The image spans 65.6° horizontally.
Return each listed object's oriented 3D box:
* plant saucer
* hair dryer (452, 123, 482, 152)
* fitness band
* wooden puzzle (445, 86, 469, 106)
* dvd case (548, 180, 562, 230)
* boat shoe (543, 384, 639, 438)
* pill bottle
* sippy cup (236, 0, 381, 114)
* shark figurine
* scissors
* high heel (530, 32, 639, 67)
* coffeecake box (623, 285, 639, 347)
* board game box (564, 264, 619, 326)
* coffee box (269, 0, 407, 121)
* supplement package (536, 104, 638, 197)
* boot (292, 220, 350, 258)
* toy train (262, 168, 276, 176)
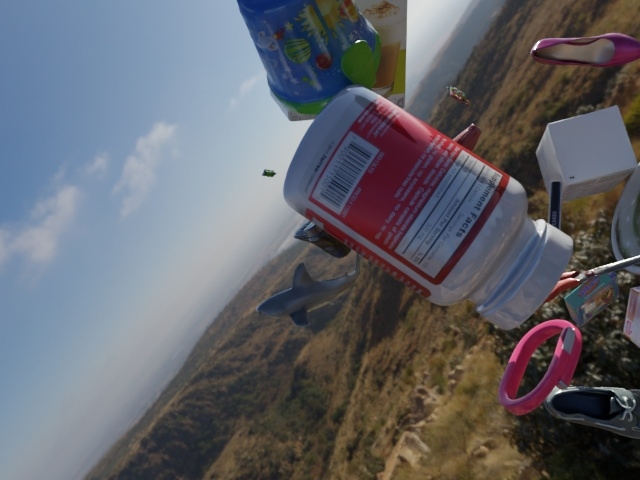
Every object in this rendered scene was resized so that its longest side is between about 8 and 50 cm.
[{"bbox_3d":[0.907,-0.091,1.257,0.400,0.100,0.401,18,-90,-89],"label":"plant saucer"},{"bbox_3d":[0.314,-0.255,1.416,0.293,0.224,0.080,-15,-13,23],"label":"hair dryer"},{"bbox_3d":[0.559,0.318,1.267,0.291,0.054,0.209,-49,-1,-32],"label":"fitness band"},{"bbox_3d":[0.395,-0.418,1.426,0.006,0.083,0.049,-51,19,47],"label":"wooden puzzle"},{"bbox_3d":[0.584,-0.006,1.244,0.179,0.029,0.239,34,-117,-62],"label":"dvd case"},{"bbox_3d":[0.712,0.414,1.201,0.099,0.319,0.117,24,-109,-64],"label":"boat shoe"},{"bbox_3d":[0.163,-0.046,0.780,0.229,0.407,0.229,-54,-7,-10],"label":"pill bottle"},{"bbox_3d":[-0.030,-0.388,0.895,0.224,0.305,0.240,47,-125,-58],"label":"sippy cup"},{"bbox_3d":[-0.005,0.089,1.085,0.278,0.116,0.166,-24,15,-17],"label":"shark figurine"},{"bbox_3d":[0.544,0.084,1.034,0.297,0.021,0.109,-15,29,43],"label":"scissors"},{"bbox_3d":[0.649,-0.462,1.216,0.117,0.244,0.082,-36,-42,-42],"label":"high heel"},{"bbox_3d":[0.808,0.209,1.156,0.068,0.143,0.185,-12,27,-6],"label":"coffeecake box"},{"bbox_3d":[0.855,0.179,1.559,0.160,0.210,0.047,-41,51,7],"label":"board game box"},{"bbox_3d":[0.028,-0.561,1.413,0.338,0.337,0.335,-116,19,-59],"label":"coffee box"},{"bbox_3d":[0.817,-0.255,1.553,0.197,0.200,0.262,-14,-12,13],"label":"supplement package"},{"bbox_3d":[0.000,0.000,1.209,0.082,0.106,0.219,-43,9,-11],"label":"boot"},{"bbox_3d":[-0.163,-0.211,1.568,0.024,0.017,0.083,-46,-9,15],"label":"toy train"}]
